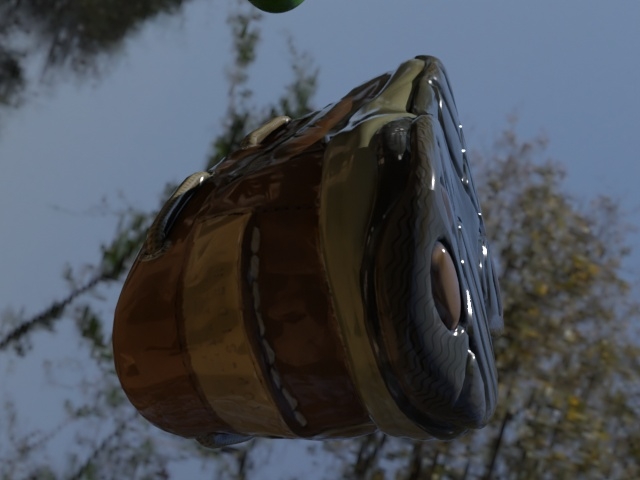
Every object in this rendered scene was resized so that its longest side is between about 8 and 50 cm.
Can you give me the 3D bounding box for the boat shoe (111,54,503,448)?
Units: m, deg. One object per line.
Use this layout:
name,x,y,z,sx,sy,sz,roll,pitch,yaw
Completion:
boat shoe,0.000,0.000,0.561,0.324,0.120,0.123,-34,110,-81

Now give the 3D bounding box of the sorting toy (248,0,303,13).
sorting toy,-0.006,-0.159,0.700,0.042,0.061,0.102,4,-108,48
